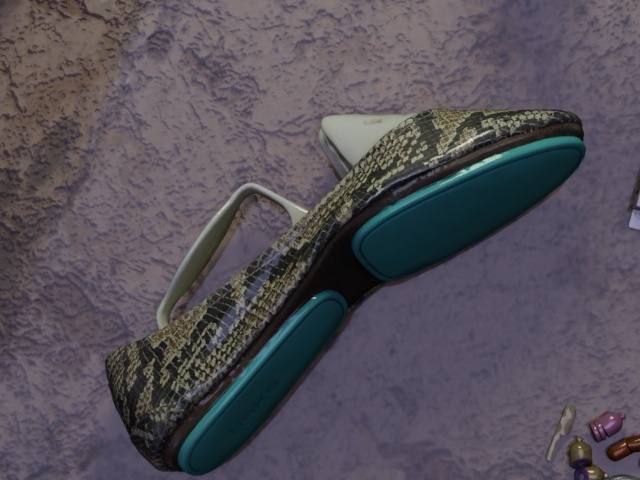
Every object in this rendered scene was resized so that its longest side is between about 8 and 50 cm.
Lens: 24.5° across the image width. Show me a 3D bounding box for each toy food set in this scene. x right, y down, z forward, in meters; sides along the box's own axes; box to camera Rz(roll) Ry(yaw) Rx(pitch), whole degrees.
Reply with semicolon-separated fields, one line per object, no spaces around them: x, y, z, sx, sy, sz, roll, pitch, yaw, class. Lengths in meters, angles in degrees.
0.269;0.196;1.328;0.122;0.019;0.078;22;87;5;toy food set

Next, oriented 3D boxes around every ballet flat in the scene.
0.000;0.000;1.306;0.483;0.164;0.182;-40;64;1;ballet flat

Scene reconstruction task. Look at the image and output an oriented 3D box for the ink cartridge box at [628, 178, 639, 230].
0.314;-0.047;1.341;0.048;0.028;0.083;15;87;5;ink cartridge box
